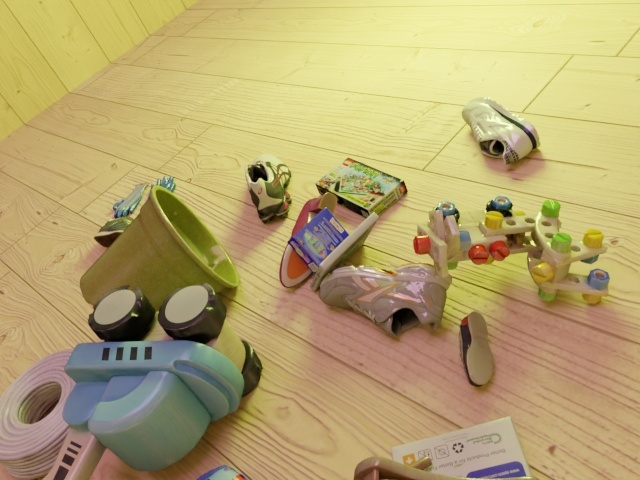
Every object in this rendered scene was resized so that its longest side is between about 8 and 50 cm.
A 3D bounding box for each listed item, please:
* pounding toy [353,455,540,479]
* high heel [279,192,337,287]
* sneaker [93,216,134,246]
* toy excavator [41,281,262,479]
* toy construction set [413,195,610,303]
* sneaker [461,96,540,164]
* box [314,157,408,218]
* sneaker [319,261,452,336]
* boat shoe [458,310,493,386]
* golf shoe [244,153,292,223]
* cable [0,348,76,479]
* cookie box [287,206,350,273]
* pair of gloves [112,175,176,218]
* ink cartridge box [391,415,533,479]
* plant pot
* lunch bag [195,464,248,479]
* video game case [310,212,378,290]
[{"bbox_3d":[0.121,0.294,0.731,0.270,0.154,0.154,-9,41,21],"label":"pounding toy"},{"bbox_3d":[-0.044,0.005,1.355,0.117,0.082,0.244,-30,36,59],"label":"high heel"},{"bbox_3d":[-0.526,-0.032,1.666,0.192,0.064,0.086,-2,49,33],"label":"sneaker"},{"bbox_3d":[-0.358,0.310,1.022,0.433,0.222,0.445,-5,43,19],"label":"toy excavator"},{"bbox_3d":[0.288,0.012,1.009,0.328,0.151,0.215,5,36,-17],"label":"toy construction set"},{"bbox_3d":[0.376,-0.245,1.370,0.095,0.090,0.235,-40,37,-1],"label":"sneaker"},{"bbox_3d":[0.091,-0.123,1.431,0.114,0.036,0.207,-40,39,-16],"label":"box"},{"bbox_3d":[0.103,0.113,1.109,0.263,0.099,0.121,-8,58,35],"label":"sneaker"},{"bbox_3d":[0.244,0.177,0.988,0.043,0.049,0.137,-54,20,42],"label":"boat shoe"},{"bbox_3d":[-0.136,-0.164,1.549,0.105,0.120,0.272,-25,36,6],"label":"golf shoe"},{"bbox_3d":[-0.535,0.337,1.223,0.257,0.089,0.257,-14,39,16],"label":"cable"},{"bbox_3d":[0.000,0.000,1.285,0.107,0.092,0.040,-43,6,-29],"label":"cookie box"},{"bbox_3d":[-0.521,-0.126,1.810,0.198,0.023,0.159,-6,42,24],"label":"pair of gloves"},{"bbox_3d":[0.200,0.399,0.736,0.176,0.069,0.370,-18,36,10],"label":"ink cartridge box"},{"bbox_3d":[-0.358,0.068,1.324,0.254,0.276,0.276,-39,38,4],"label":"plant pot"},{"bbox_3d":[-0.156,0.448,0.856,0.293,0.138,0.221,-39,35,-30],"label":"lunch bag"},{"bbox_3d":[0.045,0.025,1.220,0.019,0.143,0.157,44,69,8],"label":"video game case"}]
